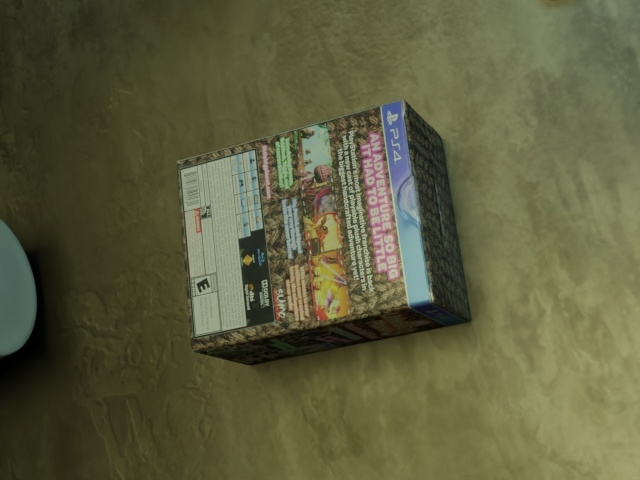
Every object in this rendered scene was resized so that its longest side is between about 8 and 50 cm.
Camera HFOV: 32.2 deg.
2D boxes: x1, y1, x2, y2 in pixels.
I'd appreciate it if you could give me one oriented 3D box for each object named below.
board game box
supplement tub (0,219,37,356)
[{"bbox_3d":[0.000,0.000,1.278,0.291,0.141,0.232,-13,73,21],"label":"board game box"},{"bbox_3d":[-0.565,0.093,1.455,0.325,0.235,0.235,-17,71,19],"label":"supplement tub"}]
